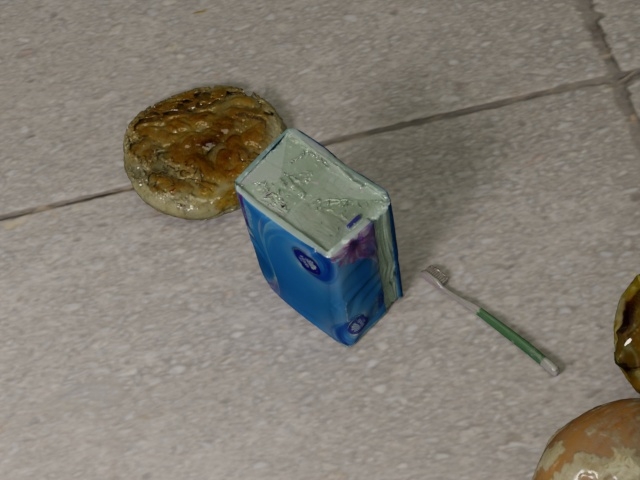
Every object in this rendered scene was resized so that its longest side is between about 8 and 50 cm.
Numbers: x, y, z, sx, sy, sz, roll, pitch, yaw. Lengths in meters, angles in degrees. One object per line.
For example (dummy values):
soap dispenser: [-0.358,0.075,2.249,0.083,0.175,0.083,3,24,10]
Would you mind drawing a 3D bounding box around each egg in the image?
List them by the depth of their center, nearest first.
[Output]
egg: [0.377,0.307,1.704,0.203,0.203,0.245,41,88,26]

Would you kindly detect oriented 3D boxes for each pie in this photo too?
pie: [-0.182,-0.145,2.136,0.274,0.055,0.274,-1,54,2]

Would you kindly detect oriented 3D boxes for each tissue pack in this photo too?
tissue pack: [0.000,0.000,1.901,0.198,0.263,0.146,37,69,25]

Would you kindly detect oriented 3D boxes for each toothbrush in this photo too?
toothbrush: [0.246,0.115,1.948,0.024,0.018,0.257,-38,61,-24]

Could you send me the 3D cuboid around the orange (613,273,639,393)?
orange: [0.580,0.120,1.784,0.368,0.210,0.271,11,101,13]
